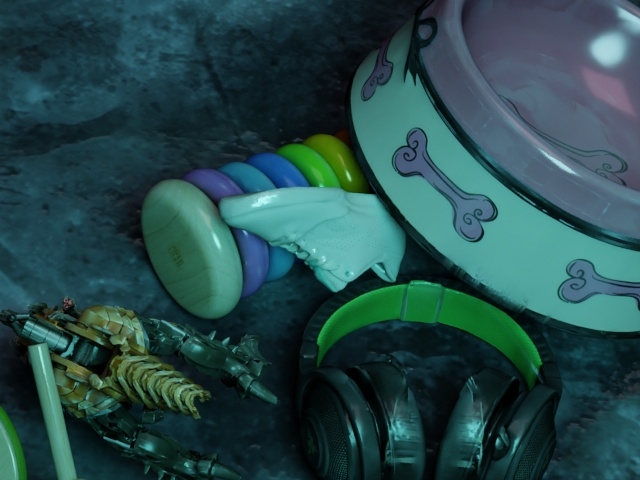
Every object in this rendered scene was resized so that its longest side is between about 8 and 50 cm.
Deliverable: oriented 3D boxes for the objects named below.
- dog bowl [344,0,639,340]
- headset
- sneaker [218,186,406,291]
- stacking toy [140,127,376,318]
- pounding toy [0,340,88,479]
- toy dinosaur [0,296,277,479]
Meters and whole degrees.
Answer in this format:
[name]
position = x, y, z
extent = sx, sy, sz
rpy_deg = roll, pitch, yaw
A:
[dog bowl]
position = 0.236, -0.106, 1.758
extent = 0.408, 0.150, 0.408
rpy_deg = 20, 39, -17
[headset]
position = 0.102, 0.159, 1.607
extent = 0.243, 0.185, 0.394
rpy_deg = 5, 42, -5
[sneaker]
position = 0.000, 0.000, 1.667
extent = 0.212, 0.080, 0.094
rpy_deg = 5, 85, -38
[stacking toy]
position = -0.007, -0.049, 1.781
extent = 0.330, 0.141, 0.141
rpy_deg = -27, 62, -29
[pounding toy]
position = -0.289, 0.191, 1.563
extent = 0.237, 0.110, 0.183
rpy_deg = -17, 86, 22
[toy dinosaur]
position = -0.169, 0.125, 1.558
extent = 0.218, 0.164, 0.322
rpy_deg = 31, 12, -24
